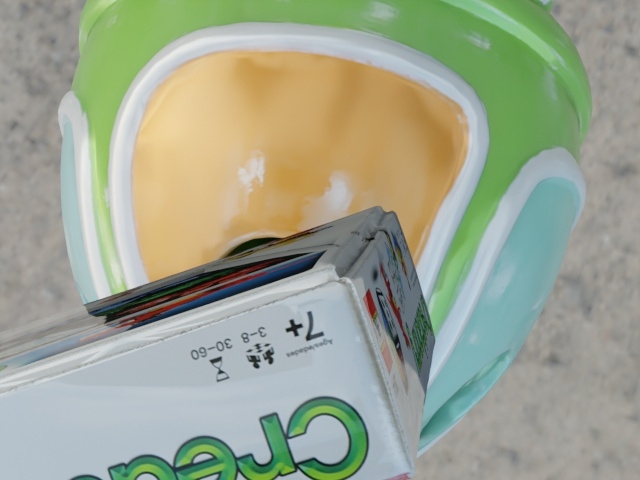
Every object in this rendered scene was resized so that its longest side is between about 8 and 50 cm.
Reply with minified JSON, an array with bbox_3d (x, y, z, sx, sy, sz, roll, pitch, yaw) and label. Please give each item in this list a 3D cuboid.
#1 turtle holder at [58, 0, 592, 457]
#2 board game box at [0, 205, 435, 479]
[{"bbox_3d":[-0.015,-0.007,0.821,0.243,0.227,0.320,16,158,-20],"label":"turtle holder"},{"bbox_3d":[-0.121,0.067,0.485,0.305,0.193,0.053,-18,93,7],"label":"board game box"}]
